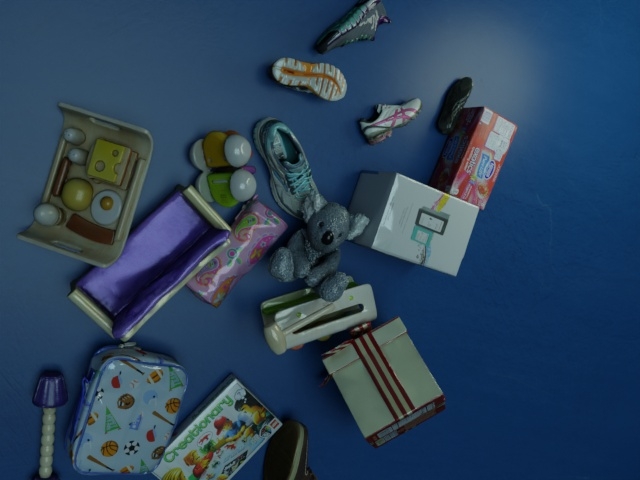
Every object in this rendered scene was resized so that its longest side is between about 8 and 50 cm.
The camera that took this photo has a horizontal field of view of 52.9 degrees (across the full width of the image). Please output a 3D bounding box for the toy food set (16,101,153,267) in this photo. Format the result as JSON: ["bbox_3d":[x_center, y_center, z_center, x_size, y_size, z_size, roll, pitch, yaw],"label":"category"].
[{"bbox_3d":[-0.504,-0.119,1.369,0.219,0.092,0.306,18,91,9],"label":"toy food set"}]

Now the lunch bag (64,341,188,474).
[{"bbox_3d":[-0.457,0.391,1.502,0.243,0.115,0.304,16,92,-33],"label":"lunch bag"}]

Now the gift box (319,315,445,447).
[{"bbox_3d":[0.142,0.360,1.642,0.276,0.255,0.258,-26,63,-5],"label":"gift box"}]

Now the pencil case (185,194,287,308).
[{"bbox_3d":[-0.207,0.027,1.563,0.124,0.124,0.284,44,81,-22],"label":"pencil case"}]

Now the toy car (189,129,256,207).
[{"bbox_3d":[-0.214,-0.173,1.527,0.136,0.159,0.182,-25,111,-56],"label":"toy car"}]

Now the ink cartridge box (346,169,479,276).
[{"bbox_3d":[0.230,-0.047,1.688,0.270,0.198,0.197,19,90,-25],"label":"ink cartridge box"}]

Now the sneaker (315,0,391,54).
[{"bbox_3d":[0.090,-0.522,1.618,0.223,0.083,0.098,-44,117,-11],"label":"sneaker"}]

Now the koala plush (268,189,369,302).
[{"bbox_3d":[0.000,0.000,1.580,0.196,0.203,0.221,23,104,-5],"label":"koala plush"}]

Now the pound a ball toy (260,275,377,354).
[{"bbox_3d":[-0.009,0.208,1.623,0.319,0.208,0.136,-16,104,-20],"label":"pound a ball toy"}]

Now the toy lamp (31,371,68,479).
[{"bbox_3d":[-0.623,0.439,1.475,0.080,0.080,0.275,1,99,-23],"label":"toy lamp"}]

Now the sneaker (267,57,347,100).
[{"bbox_3d":[-0.032,-0.401,1.587,0.214,0.083,0.084,12,93,-29],"label":"sneaker"}]

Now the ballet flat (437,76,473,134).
[{"bbox_3d":[0.372,-0.375,1.784,0.173,0.057,0.049,-63,155,-2],"label":"ballet flat"}]

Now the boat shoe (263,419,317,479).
[{"bbox_3d":[-0.075,0.642,1.724,0.123,0.123,0.342,7,96,-37],"label":"boat shoe"}]

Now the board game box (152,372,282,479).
[{"bbox_3d":[-0.270,0.516,1.647,0.305,0.053,0.193,-45,112,-10],"label":"board game box"}]

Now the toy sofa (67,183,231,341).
[{"bbox_3d":[-0.383,0.044,1.458,0.362,0.177,0.150,-44,112,-10],"label":"toy sofa"}]

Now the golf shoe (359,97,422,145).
[{"bbox_3d":[0.188,-0.331,1.695,0.186,0.067,0.086,-36,109,-13],"label":"golf shoe"}]

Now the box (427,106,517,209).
[{"bbox_3d":[0.417,-0.227,1.776,0.128,0.122,0.257,22,90,-24],"label":"box"}]

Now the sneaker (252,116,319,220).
[{"bbox_3d":[-0.074,-0.166,1.582,0.110,0.122,0.283,-34,110,-15],"label":"sneaker"}]
